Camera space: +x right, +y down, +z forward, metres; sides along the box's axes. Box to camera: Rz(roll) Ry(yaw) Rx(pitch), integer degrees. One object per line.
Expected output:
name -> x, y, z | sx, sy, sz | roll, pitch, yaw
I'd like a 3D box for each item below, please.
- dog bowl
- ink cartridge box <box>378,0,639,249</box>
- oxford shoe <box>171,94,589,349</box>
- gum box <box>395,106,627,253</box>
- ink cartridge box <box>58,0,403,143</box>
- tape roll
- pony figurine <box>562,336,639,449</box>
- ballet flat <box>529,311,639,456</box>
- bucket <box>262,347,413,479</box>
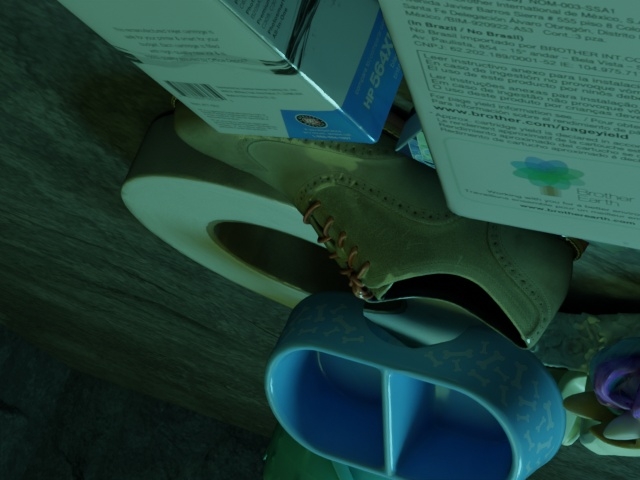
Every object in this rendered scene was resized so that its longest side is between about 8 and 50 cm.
dog bowl -> 0.077, 0.152, 1.284 | 0.297, 0.074, 0.166 | 14, 125, 27
ink cartridge box -> 0.162, -0.120, 0.471 | 0.270, 0.151, 0.395 | 11, 164, 17
oxford shoe -> 0.034, -0.026, 1.054 | 0.348, 0.130, 0.123 | 21, 165, 4
gum box -> 0.161, -0.057, 0.938 | 0.184, 0.041, 0.157 | 26, 165, -9
ink cartridge box -> -0.060, -0.147, 0.853 | 0.148, 0.086, 0.203 | 9, 159, 40
tape roll -> 0.000, 0.000, 1.315 | 0.392, 0.072, 0.392 | 20, 165, 6
pony figurine -> 0.373, 0.133, 0.948 | 0.363, 0.303, 0.351 | 7, 173, 0
ballet flat -> 0.256, 0.133, 1.297 | 0.147, 0.147, 0.409 | 28, 165, -21
bucket -> 0.082, 0.203, 1.509 | 0.281, 0.183, 0.281 | 15, -166, -4
